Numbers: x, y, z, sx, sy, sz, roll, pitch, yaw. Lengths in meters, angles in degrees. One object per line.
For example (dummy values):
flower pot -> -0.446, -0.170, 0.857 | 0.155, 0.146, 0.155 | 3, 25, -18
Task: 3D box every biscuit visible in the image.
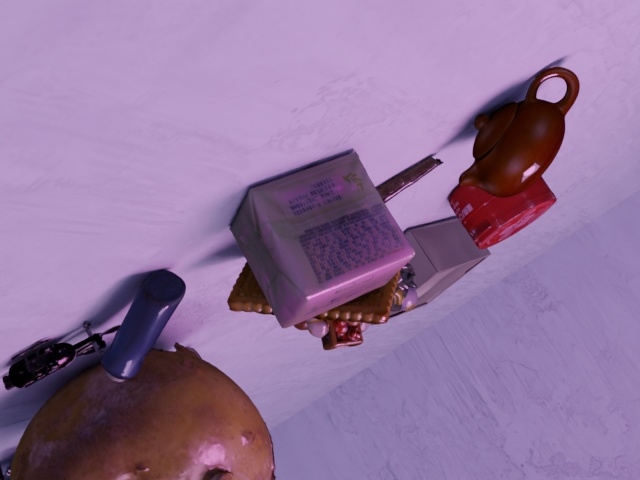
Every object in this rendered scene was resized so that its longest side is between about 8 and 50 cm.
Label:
biscuit -> -0.009, 0.066, 1.497 | 0.255, 0.029, 0.172 | 3, -151, 11

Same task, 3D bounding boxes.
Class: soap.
soap -> 0.000, 0.000, 1.378 | 0.199, 0.182, 0.138 | -21, 163, -30

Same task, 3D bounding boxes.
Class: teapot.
teapot -> 0.322, -0.179, 1.568 | 0.252, 0.135, 0.178 | -55, -167, 17

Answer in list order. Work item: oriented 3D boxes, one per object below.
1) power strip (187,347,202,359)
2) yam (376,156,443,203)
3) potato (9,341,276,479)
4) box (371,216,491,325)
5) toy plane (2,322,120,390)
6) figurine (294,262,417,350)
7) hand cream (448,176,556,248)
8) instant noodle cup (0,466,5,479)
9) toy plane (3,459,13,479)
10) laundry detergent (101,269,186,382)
power strip -> -0.293, 0.293, 1.965 | 0.029, 0.080, 0.227 | -24, 165, -44
yam -> 0.148, -0.108, 1.630 | 0.129, 0.033, 0.027 | -35, 138, -3
potato -> -0.321, 0.379, 1.630 | 0.442, 0.385, 0.319 | -41, 152, -6
box -> 0.218, 0.061, 2.136 | 0.225, 0.117, 0.225 | -14, 157, -50
toy plane -> -0.391, 0.171, 1.442 | 0.197, 0.053, 0.078 | -28, 173, -8
figurine -> 0.044, 0.100, 1.810 | 0.261, 0.186, 0.382 | -12, 165, -23
hand cream -> 0.367, -0.081, 1.948 | 0.193, 0.125, 0.193 | -29, 164, -9
instant noodle cup -> -0.530, 0.338, 1.310 | 0.244, 0.255, 0.244 | -26, 164, -8
toy plane -> -0.557, 0.468, 1.983 | 0.326, 0.104, 0.223 | -26, 166, -34
laundry detergent -> -0.273, 0.140, 1.436 | 0.206, 0.061, 0.096 | -57, -176, 29
